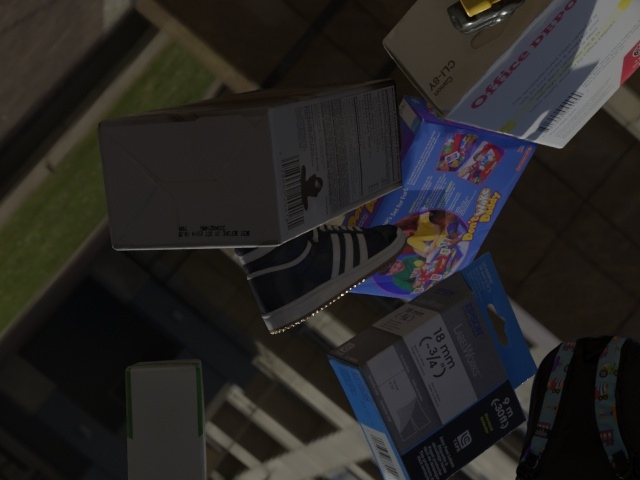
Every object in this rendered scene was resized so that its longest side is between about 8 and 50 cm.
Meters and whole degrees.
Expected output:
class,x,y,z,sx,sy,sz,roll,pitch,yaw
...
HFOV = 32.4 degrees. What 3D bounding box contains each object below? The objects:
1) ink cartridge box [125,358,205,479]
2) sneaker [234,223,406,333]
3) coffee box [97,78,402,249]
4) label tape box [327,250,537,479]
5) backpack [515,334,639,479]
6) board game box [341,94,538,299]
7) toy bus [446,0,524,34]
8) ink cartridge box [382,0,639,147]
class,x,y,z,sx,sy,sz,roll,pitch,yaw
ink cartridge box,-0.180,0.219,1.308,0.208,0.087,0.153,148,-61,-83
sneaker,0.000,0.000,1.529,0.282,0.153,0.099,-33,-175,-41
coffee box,-0.043,-0.065,0.862,0.141,0.098,0.246,-1,-168,24
label tape box,0.208,0.200,1.708,0.334,0.240,0.106,-31,-163,-22
backpack,0.301,0.194,1.177,0.158,0.117,0.173,-12,-124,41
board game box,0.180,-0.059,1.853,0.347,0.233,0.078,-64,-147,29
toy bus,0.209,-0.319,1.122,0.211,0.149,0.220,-23,-177,11
ink cartridge box,0.312,-0.299,1.576,0.279,0.160,0.385,-48,153,24
